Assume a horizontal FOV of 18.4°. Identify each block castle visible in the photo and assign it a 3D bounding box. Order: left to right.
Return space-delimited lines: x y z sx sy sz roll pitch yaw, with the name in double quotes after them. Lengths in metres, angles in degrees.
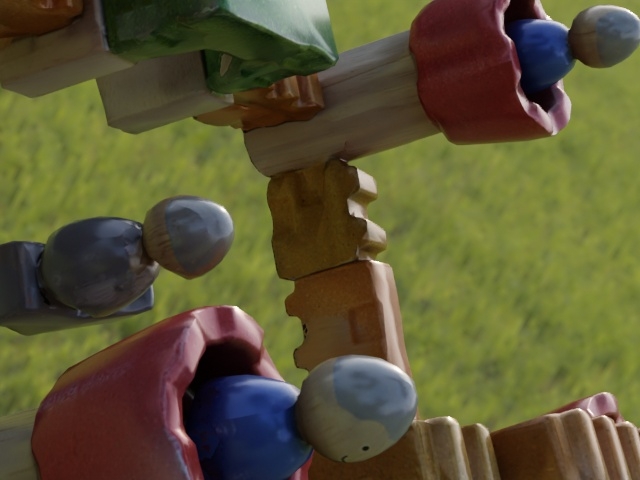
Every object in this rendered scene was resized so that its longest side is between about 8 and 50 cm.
0.000 0.000 0.767 0.453 0.212 0.303 18 59 -63 "block castle"
